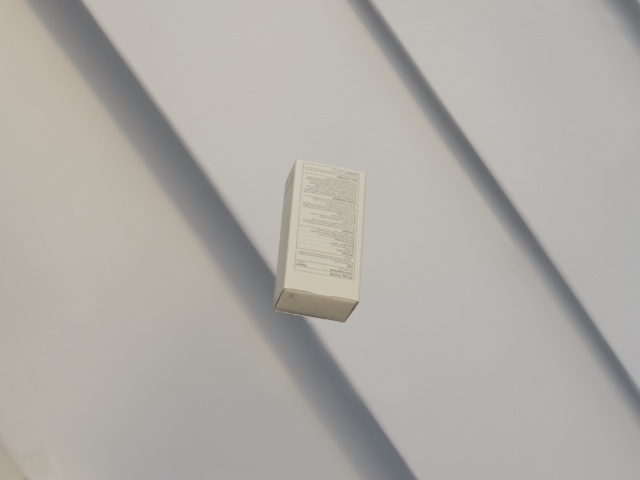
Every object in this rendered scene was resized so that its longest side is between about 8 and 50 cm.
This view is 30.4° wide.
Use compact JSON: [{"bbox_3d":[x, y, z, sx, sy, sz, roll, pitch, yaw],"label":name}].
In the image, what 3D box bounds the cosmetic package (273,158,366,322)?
[{"bbox_3d":[0.000,0.000,0.897,0.041,0.060,0.115,118,161,-58],"label":"cosmetic package"}]
